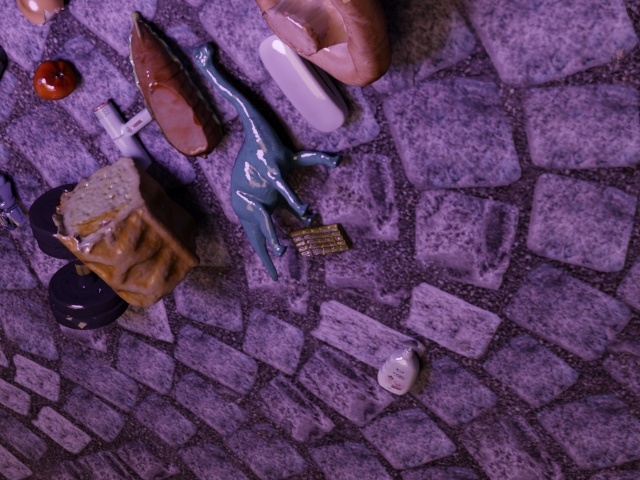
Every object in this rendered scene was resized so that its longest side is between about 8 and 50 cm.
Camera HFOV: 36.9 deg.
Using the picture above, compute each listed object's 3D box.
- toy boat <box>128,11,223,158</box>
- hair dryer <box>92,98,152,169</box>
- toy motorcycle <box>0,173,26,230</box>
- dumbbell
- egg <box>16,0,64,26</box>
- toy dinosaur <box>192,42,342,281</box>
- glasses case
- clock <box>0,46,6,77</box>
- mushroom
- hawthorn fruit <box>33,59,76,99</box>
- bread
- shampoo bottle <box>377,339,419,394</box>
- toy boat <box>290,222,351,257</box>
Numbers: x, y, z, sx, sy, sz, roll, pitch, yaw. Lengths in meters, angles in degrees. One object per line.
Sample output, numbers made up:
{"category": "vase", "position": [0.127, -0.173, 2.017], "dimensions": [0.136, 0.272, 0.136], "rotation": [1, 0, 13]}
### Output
{"category": "toy boat", "position": [-0.276, -0.270, 1.745], "dimensions": [0.108, 0.099, 0.293], "rotation": [-22, 117, 11]}
{"category": "hair dryer", "position": [-0.336, -0.220, 1.864], "dimensions": [0.183, 0.044, 0.155], "rotation": [-14, 121, 35]}
{"category": "toy motorcycle", "position": [-0.737, -0.110, 2.177], "dimensions": [0.124, 0.061, 0.193], "rotation": [-21, 106, 48]}
{"category": "dumbbell", "position": [-0.519, 0.037, 2.087], "dimensions": [0.185, 0.185, 0.388], "rotation": [16, 133, 18]}
{"category": "egg", "position": [-0.516, -0.443, 1.748], "dimensions": [0.080, 0.080, 0.096], "rotation": [-23, 115, 41]}
{"category": "toy dinosaur", "position": [-0.151, -0.137, 1.789], "dimensions": [0.331, 0.129, 0.383], "rotation": [36, 131, 8]}
{"category": "glasses case", "position": [-0.028, -0.269, 1.629], "dimensions": [0.076, 0.049, 0.197], "rotation": [-24, 112, 43]}
{"category": "clock", "position": [-0.798, -0.379, 1.992], "dimensions": [0.279, 0.049, 0.273], "rotation": [39, 135, -5]}
{"category": "mushroom", "position": [0.005, -0.348, 1.450], "dimensions": [0.278, 0.146, 0.278], "rotation": [36, 163, 13]}
{"category": "hawthorn fruit", "position": [-0.522, -0.306, 1.872], "dimensions": [0.081, 0.081, 0.093], "rotation": [45, 144, -10]}
{"category": "bread", "position": [-0.372, -0.017, 1.893], "dimensions": [0.196, 0.238, 0.252], "rotation": [34, 160, 44]}
{"category": "shampoo bottle", "position": [0.170, 0.253, 1.964], "dimensions": [0.077, 0.045, 0.152], "rotation": [28, 135, 7]}
{"category": "toy boat", "position": [0.000, 0.000, 1.868], "dimensions": [0.115, 0.016, 0.063], "rotation": [-10, 120, 37]}
